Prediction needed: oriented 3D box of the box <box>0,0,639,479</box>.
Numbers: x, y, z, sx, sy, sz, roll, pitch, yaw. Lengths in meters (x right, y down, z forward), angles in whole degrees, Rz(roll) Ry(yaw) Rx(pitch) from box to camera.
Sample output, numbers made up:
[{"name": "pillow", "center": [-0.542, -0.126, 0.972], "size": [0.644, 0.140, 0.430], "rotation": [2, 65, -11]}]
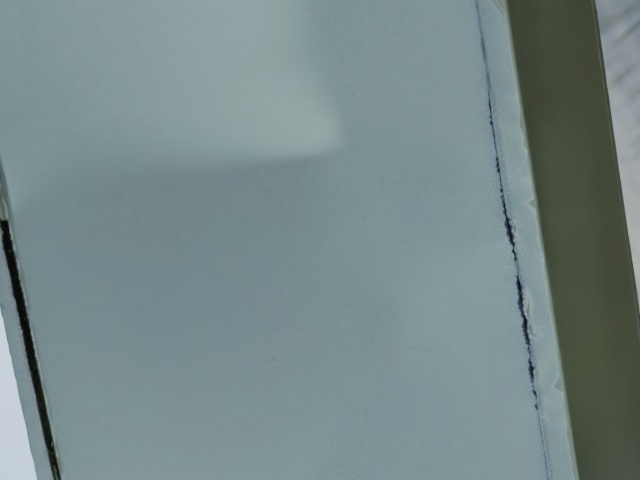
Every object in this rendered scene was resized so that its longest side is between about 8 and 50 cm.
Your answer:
[{"name": "box", "center": [0.000, 0.000, 0.436], "size": [0.086, 0.129, 0.225], "rotation": [-37, -61, -65]}]
